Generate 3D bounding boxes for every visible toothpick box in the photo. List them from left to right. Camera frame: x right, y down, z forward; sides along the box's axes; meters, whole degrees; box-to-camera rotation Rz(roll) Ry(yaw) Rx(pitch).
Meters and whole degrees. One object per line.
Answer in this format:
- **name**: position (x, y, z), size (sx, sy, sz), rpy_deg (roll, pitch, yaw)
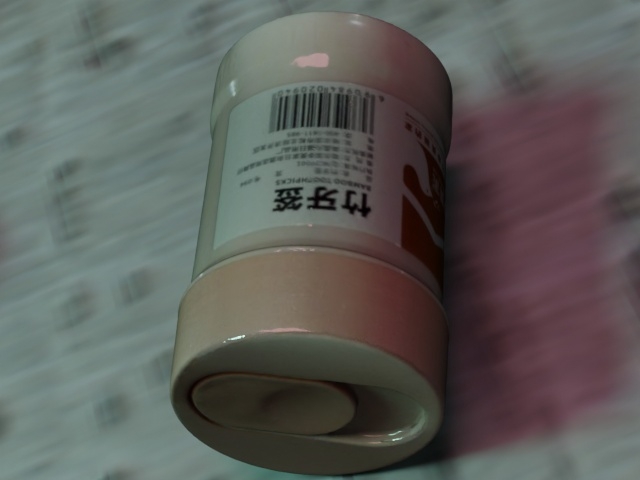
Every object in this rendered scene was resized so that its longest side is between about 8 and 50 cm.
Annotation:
- **toothpick box**: position (0.000, 0.000, 0.615), size (0.098, 0.098, 0.149), rpy_deg (-7, 52, 15)
